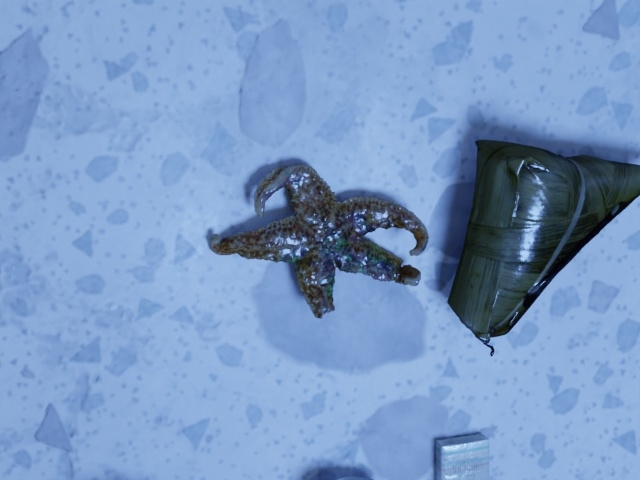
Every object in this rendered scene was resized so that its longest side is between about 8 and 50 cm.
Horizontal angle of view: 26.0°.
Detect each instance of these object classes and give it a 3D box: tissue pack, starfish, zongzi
[{"bbox_3d":[0.149,0.257,1.451,0.056,0.023,0.108,-5,106,-15],"label":"tissue pack"},{"bbox_3d":[-0.002,-0.001,1.332,0.210,0.053,0.150,-4,94,-11],"label":"starfish"},{"bbox_3d":[0.235,0.010,1.375,0.204,0.094,0.205,3,108,-26],"label":"zongzi"}]

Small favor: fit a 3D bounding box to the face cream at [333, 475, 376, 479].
[{"bbox_3d":[0.009,0.391,1.427,0.143,0.089,0.314,7,114,-17],"label":"face cream"}]
